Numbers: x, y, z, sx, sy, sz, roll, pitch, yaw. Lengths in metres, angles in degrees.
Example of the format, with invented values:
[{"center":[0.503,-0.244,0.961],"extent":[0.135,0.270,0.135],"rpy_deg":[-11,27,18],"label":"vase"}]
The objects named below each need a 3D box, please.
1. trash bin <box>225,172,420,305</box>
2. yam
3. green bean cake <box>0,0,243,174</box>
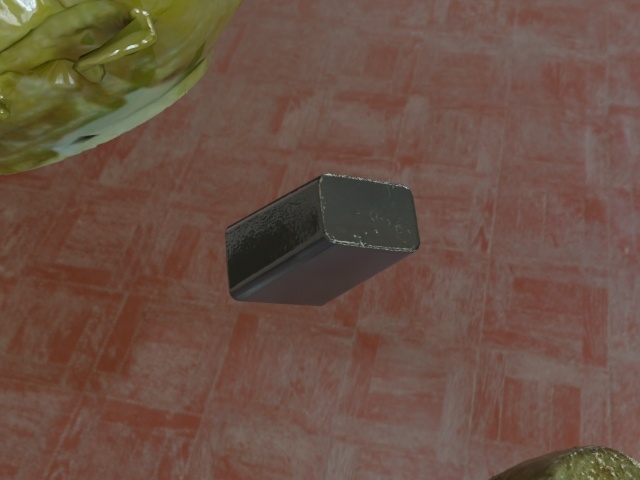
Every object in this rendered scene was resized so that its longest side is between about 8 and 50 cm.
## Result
[{"center":[0.000,0.000,1.066],"extent":[0.165,0.225,0.115],"rpy_deg":[7,67,-33],"label":"trash bin"},{"center":[0.236,0.303,0.842],"extent":[0.154,0.254,0.154],"rpy_deg":[10,57,-16],"label":"yam"},{"center":[-0.157,-0.156,0.406],"extent":[0.310,0.202,0.285],"rpy_deg":[-13,29,19],"label":"green bean cake"}]
